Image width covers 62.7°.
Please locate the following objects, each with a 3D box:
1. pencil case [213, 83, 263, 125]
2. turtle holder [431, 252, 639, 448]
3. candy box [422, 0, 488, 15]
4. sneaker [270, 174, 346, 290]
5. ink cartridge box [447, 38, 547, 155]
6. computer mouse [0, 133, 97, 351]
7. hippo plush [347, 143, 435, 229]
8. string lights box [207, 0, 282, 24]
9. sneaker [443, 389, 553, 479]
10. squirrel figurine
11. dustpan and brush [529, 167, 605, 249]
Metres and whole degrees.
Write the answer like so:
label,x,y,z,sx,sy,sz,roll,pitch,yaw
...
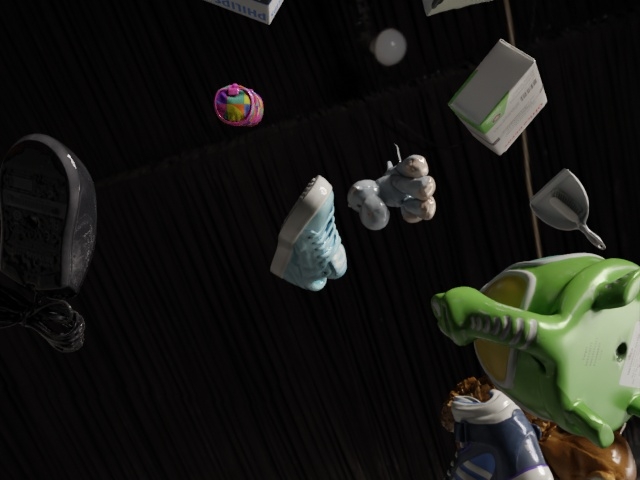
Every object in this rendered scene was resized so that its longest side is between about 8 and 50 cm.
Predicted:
label,x,y,z,sx,sy,sz,roll,pitch,yaw
pencil case,-0.201,-0.337,1.317,0.105,0.104,0.236,-17,13,3
turtle holder,0.312,0.140,0.717,0.321,0.243,0.228,-19,18,-28
candy box,0.249,-0.366,0.637,0.234,0.071,0.159,-18,-2,-10
sneaker,0.000,0.000,1.067,0.135,0.150,0.366,-61,-2,-24
ink cartridge box,0.473,-0.364,1.383,0.198,0.115,0.273,-51,-27,13
computer mouse,-0.362,-0.006,0.692,0.189,0.272,0.072,18,15,12
hippo plush,0.211,-0.165,1.690,0.237,0.294,0.234,-19,-20,-16
string lights box,-0.116,-0.425,0.697,0.259,0.134,0.076,100,-167,-71
sneaker,0.330,0.468,1.146,0.130,0.322,0.236,12,42,-33
squirrel figurine,0.501,0.467,1.223,0.281,0.396,0.371,-37,10,-39
dustpan and brush,0.653,-0.062,1.349,0.060,0.211,0.147,-37,-13,-42
